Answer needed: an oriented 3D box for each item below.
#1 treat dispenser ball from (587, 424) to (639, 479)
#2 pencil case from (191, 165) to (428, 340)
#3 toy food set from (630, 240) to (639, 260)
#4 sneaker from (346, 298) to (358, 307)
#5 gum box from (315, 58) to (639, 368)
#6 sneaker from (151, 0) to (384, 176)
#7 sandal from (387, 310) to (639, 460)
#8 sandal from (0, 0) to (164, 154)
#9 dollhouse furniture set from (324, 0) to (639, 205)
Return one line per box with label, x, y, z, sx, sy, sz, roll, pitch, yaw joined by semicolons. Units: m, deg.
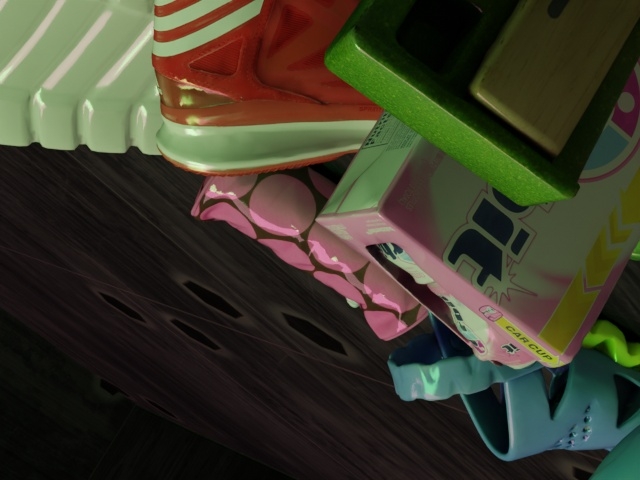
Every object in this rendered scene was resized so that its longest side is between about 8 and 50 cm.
treat dispenser ball;0.299;0.235;0.918;0.288;0.288;0.288;29;165;8
pencil case;0.000;0.000;1.134;0.209;0.095;0.098;34;130;-3
toy food set;0.140;-0.032;0.782;0.128;0.071;0.218;27;165;16
sneaker;0.017;0.021;1.277;0.069;0.038;0.098;31;156;7
gum box;0.091;-0.047;0.597;0.107;0.188;0.062;37;164;-18
sneaker;0.031;-0.107;0.634;0.087;0.221;0.128;-134;36;-57
sandal;0.165;0.109;1.073;0.317;0.138;0.126;35;163;-19
sandal;-0.120;-0.127;0.710;0.416;0.102;0.169;10;136;-22
dollhouse furniture set;0.186;-0.052;0.463;0.301;0.151;0.197;34;165;-11
